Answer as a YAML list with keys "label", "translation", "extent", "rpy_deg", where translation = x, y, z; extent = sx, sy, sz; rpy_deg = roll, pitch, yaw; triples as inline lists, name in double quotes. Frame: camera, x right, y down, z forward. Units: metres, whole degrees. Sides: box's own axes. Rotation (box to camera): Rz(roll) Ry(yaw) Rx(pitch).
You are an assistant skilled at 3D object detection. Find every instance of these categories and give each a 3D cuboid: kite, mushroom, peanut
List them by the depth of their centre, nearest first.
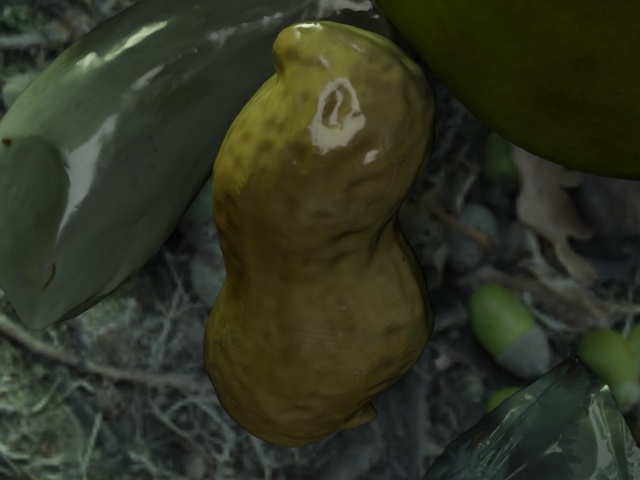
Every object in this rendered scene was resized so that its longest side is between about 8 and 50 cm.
- label: "kite"
  translation: [0.135, 0.171, 0.878]
  extent: [0.169, 0.310, 0.015]
  rpy_deg: [-47, 127, -2]
- label: "peanut"
  translation: [0.000, 0.000, 0.915]
  extent: [0.117, 0.101, 0.263]
  rpy_deg: [3, 130, 2]
- label: "mushroom"
  translation: [-0.069, -0.074, 0.964]
  extent: [0.270, 0.103, 0.118]
  rpy_deg: [-38, 89, 8]

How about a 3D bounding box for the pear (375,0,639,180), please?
- label: "pear"
  translation: [0.164, -0.157, 0.833]
  extent: [0.321, 0.269, 0.269]
  rpy_deg: [19, 100, -1]
